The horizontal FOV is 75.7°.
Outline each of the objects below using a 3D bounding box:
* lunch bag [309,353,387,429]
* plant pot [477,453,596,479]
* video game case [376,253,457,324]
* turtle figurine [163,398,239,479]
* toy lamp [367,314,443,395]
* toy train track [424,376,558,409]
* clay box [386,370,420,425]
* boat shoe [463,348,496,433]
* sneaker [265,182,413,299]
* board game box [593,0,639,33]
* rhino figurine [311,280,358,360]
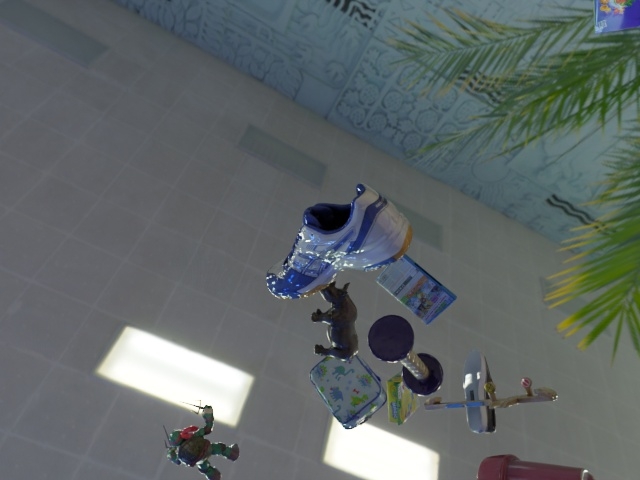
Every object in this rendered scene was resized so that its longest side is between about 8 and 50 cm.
[{"bbox_3d":[0.086,0.442,1.254,0.176,0.090,0.219,-38,-135,-8],"label":"lunch bag"},{"bbox_3d":[0.425,0.508,0.772,0.201,0.180,0.202,31,-135,-36],"label":"plant pot"},{"bbox_3d":[0.226,0.115,0.991,0.166,0.119,0.015,41,-137,10],"label":"video game case"},{"bbox_3d":[-0.329,0.539,1.083,0.234,0.175,0.118,51,180,-26],"label":"turtle figurine"},{"bbox_3d":[0.156,0.207,0.701,0.275,0.080,0.080,52,-153,-48],"label":"toy lamp"},{"bbox_3d":[0.103,0.097,0.261,0.048,0.083,0.014,12,-118,-44],"label":"toy train track"},{"bbox_3d":[0.269,0.507,1.349,0.222,0.053,0.128,7,-101,-60],"label":"clay box"},{"bbox_3d":[0.468,0.433,1.183,0.075,0.080,0.229,18,-123,-17],"label":"boat shoe"},{"bbox_3d":[0.000,0.000,0.683,0.131,0.296,0.112,47,-144,-23],"label":"sneaker"},{"bbox_3d":[0.622,-0.545,0.726,0.346,0.078,0.234,-29,-63,-19],"label":"board game box"},{"bbox_3d":[0.037,0.185,0.986,0.106,0.244,0.073,1,-159,14],"label":"rhino figurine"}]
